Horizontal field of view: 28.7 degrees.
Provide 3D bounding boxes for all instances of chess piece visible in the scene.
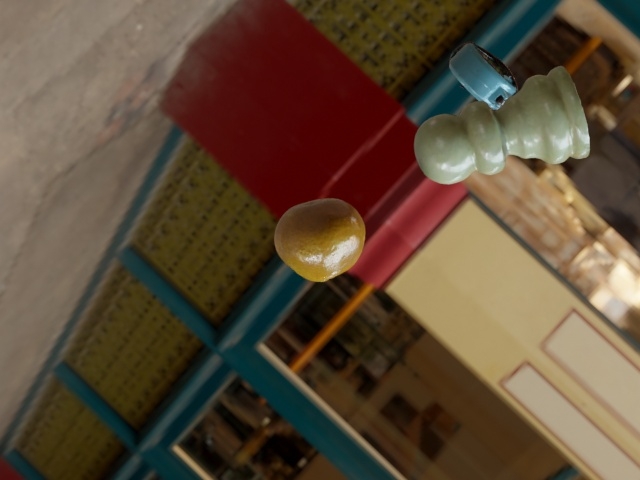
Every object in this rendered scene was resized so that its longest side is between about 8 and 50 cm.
[{"bbox_3d":[0.267,-0.159,1.903,0.251,0.144,0.144,-17,175,0],"label":"chess piece"}]

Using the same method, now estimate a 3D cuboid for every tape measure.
[{"bbox_3d":[0.292,-0.291,2.228,0.081,0.146,0.125,-45,-178,18],"label":"tape measure"}]

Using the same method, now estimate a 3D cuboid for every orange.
[{"bbox_3d":[0.000,0.000,2.130,0.159,0.136,0.159,-14,-169,3],"label":"orange"}]
